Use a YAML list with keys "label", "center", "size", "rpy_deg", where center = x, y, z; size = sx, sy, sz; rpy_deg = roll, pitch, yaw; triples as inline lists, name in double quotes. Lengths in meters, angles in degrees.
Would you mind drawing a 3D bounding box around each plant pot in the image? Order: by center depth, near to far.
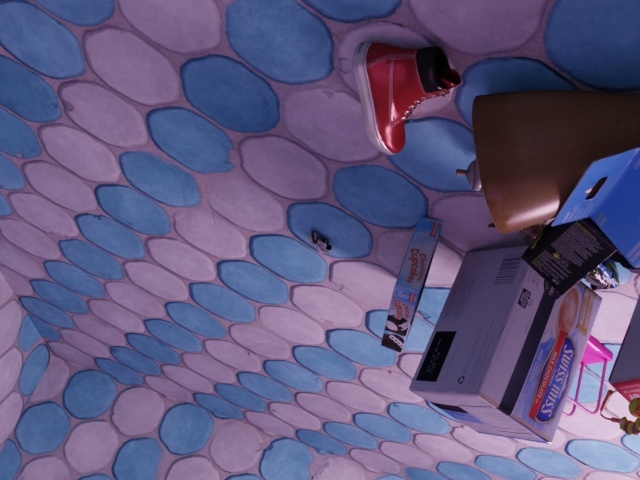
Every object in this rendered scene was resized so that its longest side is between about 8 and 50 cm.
- label: "plant pot"
  center: [0.401, -0.146, 1.403]
  size: [0.254, 0.237, 0.237]
  rpy_deg: [-10, 140, 22]

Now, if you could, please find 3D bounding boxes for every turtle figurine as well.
- label: "turtle figurine"
  center: [0.642, 0.343, 1.561]
  size: [0.217, 0.087, 0.269]
  rpy_deg: [35, 148, -2]

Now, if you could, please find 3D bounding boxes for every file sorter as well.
- label: "file sorter"
  center: [0.518, 0.323, 2.106]
  size: [0.202, 0.182, 0.290]
  rpy_deg: [37, 148, -24]

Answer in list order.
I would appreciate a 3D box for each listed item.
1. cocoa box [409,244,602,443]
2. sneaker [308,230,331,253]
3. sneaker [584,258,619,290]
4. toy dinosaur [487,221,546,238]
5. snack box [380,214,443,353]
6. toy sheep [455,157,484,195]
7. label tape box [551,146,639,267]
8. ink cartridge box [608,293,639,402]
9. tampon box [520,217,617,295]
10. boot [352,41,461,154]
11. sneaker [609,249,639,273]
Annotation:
- label: "cocoa box"
  center: [0.393, 0.217, 1.821]
  size: [0.228, 0.347, 0.231]
  rpy_deg: [35, 159, -23]
- label: "sneaker"
  center: [0.000, 0.000, 2.090]
  size: [0.037, 0.032, 0.083]
  rpy_deg: [-10, 144, 24]
- label: "sneaker"
  center: [0.538, 0.048, 1.746]
  size: [0.078, 0.067, 0.188]
  rpy_deg: [-23, 132, 30]
- label: "toy dinosaur"
  center: [0.436, -0.021, 1.749]
  size: [0.183, 0.053, 0.092]
  rpy_deg: [22, 167, 5]
- label: "snack box"
  center: [0.204, 0.106, 1.958]
  size: [0.060, 0.187, 0.322]
  rpy_deg: [18, 151, 8]
- label: "toy sheep"
  center: [0.319, -0.121, 1.611]
  size: [0.132, 0.091, 0.091]
  rpy_deg: [-1, 148, 3]
- label: "label tape box"
  center: [0.557, -0.054, 1.301]
  size: [0.347, 0.115, 0.249]
  rpy_deg: [-10, 158, -5]
- label: "ink cartridge box"
  center: [0.781, 0.282, 1.698]
  size: [0.384, 0.279, 0.160]
  rpy_deg: [43, 145, -13]
- label: "tampon box"
  center: [0.457, -0.006, 1.521]
  size: [0.101, 0.120, 0.161]
  rpy_deg: [43, 140, 6]
- label: "boot"
  center: [0.165, -0.240, 1.523]
  size: [0.176, 0.088, 0.244]
  rpy_deg: [7, 144, 22]
- label: "sneaker"
  center: [0.559, -0.039, 1.564]
  size: [0.153, 0.101, 0.268]
  rpy_deg: [19, 150, 8]
